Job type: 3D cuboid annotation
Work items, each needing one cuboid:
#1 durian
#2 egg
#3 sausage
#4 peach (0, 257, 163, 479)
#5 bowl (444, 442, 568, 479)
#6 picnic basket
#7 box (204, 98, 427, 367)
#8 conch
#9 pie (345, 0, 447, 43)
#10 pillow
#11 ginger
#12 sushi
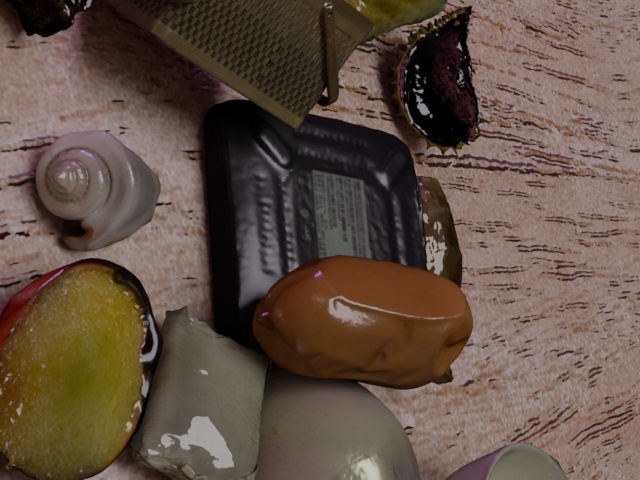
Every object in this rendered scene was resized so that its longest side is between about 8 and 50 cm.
[{"bbox_3d":[0.140,-0.203,2.192,0.108,0.119,0.187,-147,-129,-82],"label":"durian"},{"bbox_3d":[0.021,0.258,1.719,0.271,0.161,0.206,60,34,-20],"label":"egg"},{"bbox_3d":[0.042,0.085,1.708,0.241,0.136,0.120,13,38,-36],"label":"sausage"},{"bbox_3d":[-0.234,0.120,1.479,0.279,0.068,0.189,-28,108,-59],"label":"peach"},{"bbox_3d":[0.200,0.382,1.954,0.277,0.145,0.277,34,46,-45],"label":"bowl"},{"bbox_3d":[-0.089,-0.239,1.719,0.266,0.165,0.139,31,97,-46],"label":"picnic basket"},{"bbox_3d":[0.000,0.000,1.847,0.289,0.073,0.290,11,67,-40],"label":"box"},{"bbox_3d":[-0.207,-0.047,1.603,0.104,0.094,0.176,65,4,9],"label":"conch"},{"bbox_3d":[0.030,-0.418,1.968,0.395,0.180,0.418,-8,93,-30],"label":"pie"},{"bbox_3d":[-0.114,0.159,1.634,0.134,0.078,0.181,38,47,-34],"label":"pillow"},{"bbox_3d":[0.114,0.043,2.008,0.116,0.109,0.263,62,26,-65],"label":"ginger"},{"bbox_3d":[-0.253,-0.248,1.579,0.084,0.098,0.094,51,44,-28],"label":"sushi"}]
